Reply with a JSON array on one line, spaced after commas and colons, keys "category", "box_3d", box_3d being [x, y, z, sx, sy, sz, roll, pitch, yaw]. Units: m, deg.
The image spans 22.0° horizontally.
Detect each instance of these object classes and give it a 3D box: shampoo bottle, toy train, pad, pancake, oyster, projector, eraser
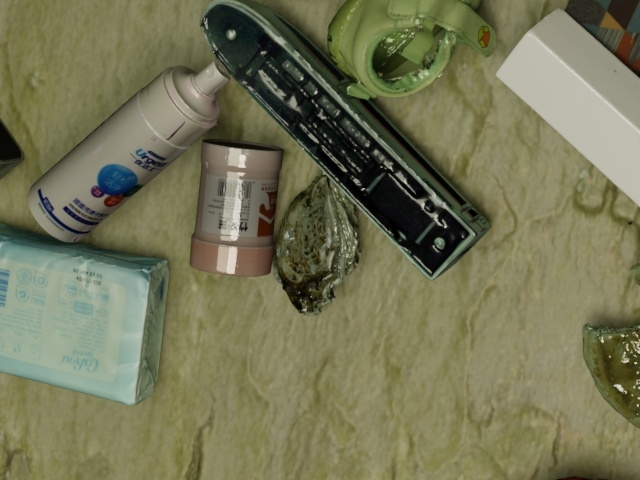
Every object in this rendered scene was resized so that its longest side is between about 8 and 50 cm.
[{"category": "shampoo bottle", "box_3d": [-0.217, -0.113, 1.937, 0.303, 0.092, 0.092, -36, 85, 27]}, {"category": "toy train", "box_3d": [0.026, -0.133, 1.878, 0.407, 0.088, 0.086, 46, 120, 8]}, {"category": "pad", "box_3d": [0.357, -0.204, 1.772, 0.211, 0.003, 0.143, 30, 133, 13]}, {"category": "pancake", "box_3d": [0.412, 0.123, 1.777, 0.254, 0.037, 0.253, 8, 116, 17]}, {"category": "oyster", "box_3d": [0.000, 0.000, 1.923, 0.125, 0.064, 0.177, 42, 118, 25]}, {"category": "projector", "box_3d": [-0.431, -0.106, 2.035, 0.082, 0.083, 0.083, -37, 85, 18]}, {"category": "eraser", "box_3d": [0.332, -0.117, 1.775, 0.298, 0.076, 0.078, 44, 137, 9]}]

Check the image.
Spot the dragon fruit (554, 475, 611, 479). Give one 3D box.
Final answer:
[{"category": "dragon fruit", "box_3d": [0.311, 0.369, 1.831, 0.282, 0.147, 0.211, 12, 91, 13]}]

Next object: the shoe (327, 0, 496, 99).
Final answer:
[{"category": "shoe", "box_3d": [0.123, -0.259, 1.812, 0.262, 0.140, 0.128, -42, 53, 24]}]

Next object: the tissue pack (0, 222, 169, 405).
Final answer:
[{"category": "tissue pack", "box_3d": [-0.323, 0.086, 2.023, 0.263, 0.089, 0.177, 11, 103, 14]}]

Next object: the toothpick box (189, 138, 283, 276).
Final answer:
[{"category": "toothpick box", "box_3d": [-0.099, -0.039, 1.926, 0.098, 0.098, 0.148, 9, 99, 17]}]
